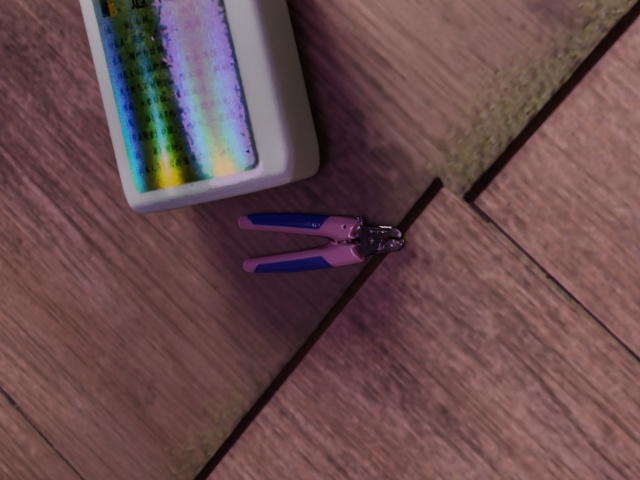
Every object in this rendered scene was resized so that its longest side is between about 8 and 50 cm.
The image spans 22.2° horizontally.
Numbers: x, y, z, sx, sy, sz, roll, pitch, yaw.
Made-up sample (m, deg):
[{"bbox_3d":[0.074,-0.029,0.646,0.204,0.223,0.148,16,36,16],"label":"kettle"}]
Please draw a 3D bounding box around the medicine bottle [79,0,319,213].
[{"bbox_3d":[-0.083,-0.137,0.995,0.121,0.083,0.228,-11,95,26],"label":"medicine bottle"}]

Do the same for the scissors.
[{"bbox_3d":[0.000,0.000,1.018,0.113,0.012,0.039,-3,98,26],"label":"scissors"}]
